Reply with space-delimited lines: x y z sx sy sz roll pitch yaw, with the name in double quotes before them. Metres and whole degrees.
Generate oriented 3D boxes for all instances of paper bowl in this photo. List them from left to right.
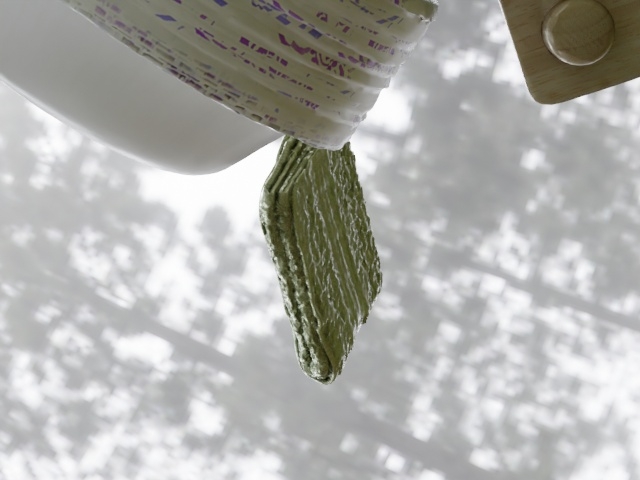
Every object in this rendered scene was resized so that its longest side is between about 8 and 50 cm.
"paper bowl" -0.094 -0.142 0.997 0.284 0.284 0.148 24 -73 -41

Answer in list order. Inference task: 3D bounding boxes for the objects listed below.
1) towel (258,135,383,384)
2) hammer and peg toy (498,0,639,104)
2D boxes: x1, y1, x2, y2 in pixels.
"towel" 0.000 0.000 1.178 0.110 0.027 0.148 -61 -37 -48
"hammer and peg toy" 0.252 -0.241 1.091 0.361 0.127 0.266 -17 -84 5
